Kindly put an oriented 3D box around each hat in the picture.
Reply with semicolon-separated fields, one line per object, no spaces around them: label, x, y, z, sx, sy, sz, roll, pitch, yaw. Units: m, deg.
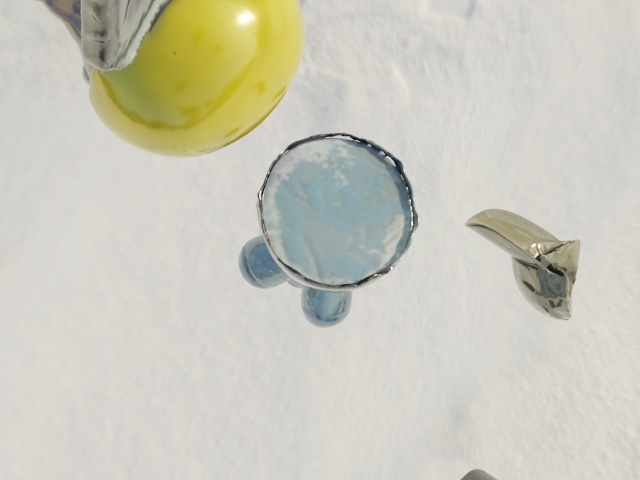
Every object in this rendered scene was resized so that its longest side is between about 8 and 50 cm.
hat;0.293;0.039;1.523;0.173;0.166;0.144;10;109;19

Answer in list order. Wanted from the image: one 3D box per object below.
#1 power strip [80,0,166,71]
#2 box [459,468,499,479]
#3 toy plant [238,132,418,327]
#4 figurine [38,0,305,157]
power strip;-0.035;-0.191;0.449;0.065;0.198;0.213;21;65;-1
box;0.270;0.470;1.623;0.144;0.090;0.201;-44;108;-8
toy plant;0.000;0.000;1.578;0.247;0.332;0.247;3;74;-9
figurine;-0.178;-0.222;0.968;0.344;0.187;0.215;36;88;15
